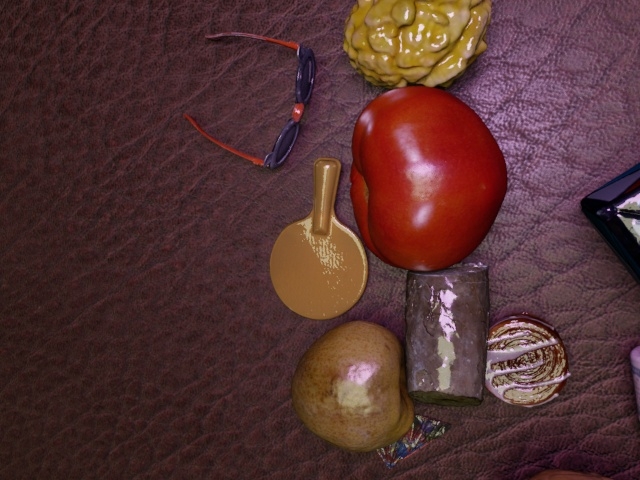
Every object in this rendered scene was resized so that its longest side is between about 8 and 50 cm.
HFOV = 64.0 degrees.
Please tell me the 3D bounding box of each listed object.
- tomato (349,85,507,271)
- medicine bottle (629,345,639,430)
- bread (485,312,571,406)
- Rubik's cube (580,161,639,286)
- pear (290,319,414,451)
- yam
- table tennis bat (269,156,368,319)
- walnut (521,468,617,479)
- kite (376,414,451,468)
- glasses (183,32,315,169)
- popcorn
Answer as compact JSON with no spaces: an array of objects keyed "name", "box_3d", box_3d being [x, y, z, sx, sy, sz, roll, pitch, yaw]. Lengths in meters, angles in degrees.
[{"name":"tomato","box_3d":[0.171,-0.095,0.823,0.226,0.298,0.298,-5,94,-6]},{"name":"medicine bottle","box_3d":[0.573,0.284,0.795,0.139,0.139,0.236,-10,93,18]},{"name":"bread","box_3d":[0.346,0.208,0.890,0.161,0.073,0.160,2,97,17]},{"name":"Rubik's cube","box_3d":[0.553,-0.018,0.712,0.250,0.248,0.246,-36,84,19]},{"name":"pear","box_3d":[0.054,0.261,0.924,0.211,0.188,0.228,-11,84,17]},{"name":"yam","box_3d":[0.208,0.148,0.854,0.154,0.154,0.254,2,77,17]},{"name":"table tennis bat","box_3d":[0.000,0.000,0.991,0.199,0.050,0.320,8,102,15]},{"name":"walnut","box_3d":[0.420,0.500,0.800,0.313,0.277,0.252,22,65,21]},{"name":"kite","box_3d":[0.137,0.359,1.004,0.232,0.009,0.189,7,98,17]},{"name":"glasses","box_3d":[-0.151,-0.278,0.974,0.268,0.118,0.234,21,103,14]},{"name":"popcorn","box_3d":[0.161,-0.348,0.822,0.259,0.259,0.212,-39,97,17]}]
